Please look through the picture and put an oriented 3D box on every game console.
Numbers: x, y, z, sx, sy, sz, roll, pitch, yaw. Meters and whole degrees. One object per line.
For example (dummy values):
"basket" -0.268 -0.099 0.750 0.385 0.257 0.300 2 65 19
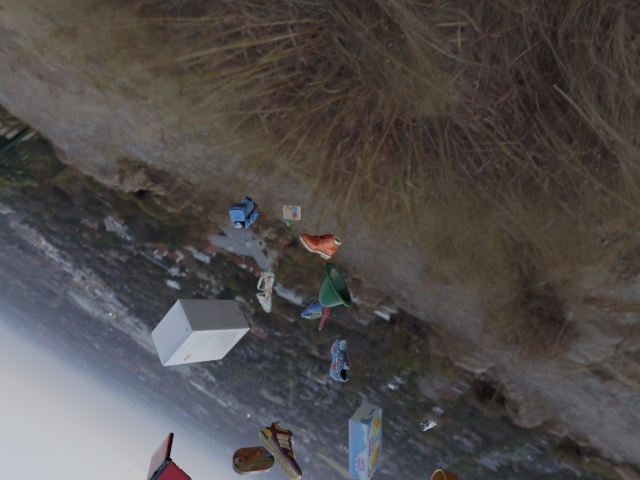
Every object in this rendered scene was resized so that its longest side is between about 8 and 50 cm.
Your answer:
"game console" -0.416 0.632 1.134 0.085 0.124 0.144 27 116 -24

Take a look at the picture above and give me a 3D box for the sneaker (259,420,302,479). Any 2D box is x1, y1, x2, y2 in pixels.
"sneaker" -0.099 0.603 1.188 0.185 0.084 0.070 34 135 38

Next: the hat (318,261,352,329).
"hat" 0.001 0.211 1.503 0.209 0.183 0.173 64 -164 11

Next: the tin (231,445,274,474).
"tin" -0.293 0.957 1.769 0.189 0.106 0.040 10 117 -26

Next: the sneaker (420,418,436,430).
"sneaker" 0.462 0.790 1.746 0.043 0.040 0.109 2 149 -11

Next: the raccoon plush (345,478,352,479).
"raccoon plush" 0.098 1.036 1.348 0.446 0.299 0.216 37 142 33

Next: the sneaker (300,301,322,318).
"sneaker" -0.044 0.397 2.322 0.069 0.082 0.209 22 152 -25

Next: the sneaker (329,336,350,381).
"sneaker" 0.132 0.678 2.318 0.125 0.104 0.262 17 108 49

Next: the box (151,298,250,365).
"box" -0.279 0.212 0.960 0.170 0.130 0.091 14 -145 -53

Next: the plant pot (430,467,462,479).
"plant pot" 0.534 1.059 1.557 0.203 0.291 0.291 15 149 4

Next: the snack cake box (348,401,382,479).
"snack cake box" 0.191 0.841 1.713 0.089 0.152 0.264 5 103 29

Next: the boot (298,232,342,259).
"boot" 0.000 0.000 1.304 0.084 0.059 0.158 -43 139 21

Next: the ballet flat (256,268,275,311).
"ballet flat" -0.283 0.251 2.056 0.091 0.077 0.241 -139 53 -60

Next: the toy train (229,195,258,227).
"toy train" -0.329 -0.124 1.774 0.080 0.184 0.105 0 118 13

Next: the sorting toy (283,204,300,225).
"sorting toy" -0.101 -0.086 1.450 0.062 0.012 0.083 2 126 1
